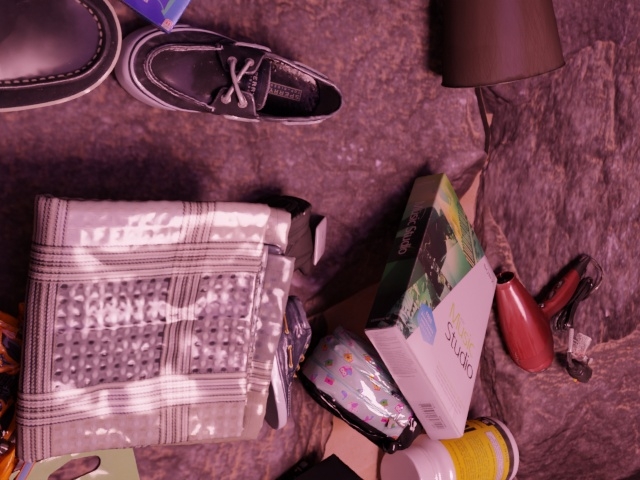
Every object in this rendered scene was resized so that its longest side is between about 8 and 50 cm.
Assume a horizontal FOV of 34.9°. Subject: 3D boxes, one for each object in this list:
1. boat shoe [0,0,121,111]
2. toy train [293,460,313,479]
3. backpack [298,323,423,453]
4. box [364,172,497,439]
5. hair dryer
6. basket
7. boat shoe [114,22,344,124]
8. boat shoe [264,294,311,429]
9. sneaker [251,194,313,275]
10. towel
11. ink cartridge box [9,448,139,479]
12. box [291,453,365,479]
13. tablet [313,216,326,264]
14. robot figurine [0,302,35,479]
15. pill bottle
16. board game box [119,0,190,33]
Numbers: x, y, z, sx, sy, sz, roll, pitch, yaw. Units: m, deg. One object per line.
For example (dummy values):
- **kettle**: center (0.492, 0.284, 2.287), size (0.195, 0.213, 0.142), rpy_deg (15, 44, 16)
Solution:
- **boat shoe**: center (-0.408, -0.230, 0.977), size (0.500, 0.156, 0.187), rpy_deg (10, 94, -40)
- **toy train**: center (-0.002, 0.396, 1.534), size (0.036, 0.027, 0.158), rpy_deg (-38, 122, -20)
- **backpack**: center (0.057, 0.209, 1.466), size (0.182, 0.152, 0.115), rpy_deg (39, 83, -22)
- **box**: center (0.170, 0.090, 1.476), size (0.232, 0.058, 0.322), rpy_deg (59, 34, -32)
- **hair dryer**: center (0.382, 0.118, 1.751), size (0.293, 0.080, 0.224), rpy_deg (21, 73, -45)
- **basket**: center (0.251, -0.351, 1.464), size (0.204, 0.154, 0.227), rpy_deg (-20, 110, -30)
- **boat shoe**: center (-0.102, -0.195, 1.254), size (0.301, 0.102, 0.108), rpy_deg (10, 95, -39)
- **boat shoe**: center (-0.049, 0.169, 1.414), size (0.083, 0.065, 0.184), rpy_deg (-20, 112, -31)
- **sneaker**: center (-0.114, 0.053, 1.314), size (0.286, 0.109, 0.130), rpy_deg (-29, 124, -27)
- **towel**: center (-0.180, 0.103, 1.173), size (0.324, 0.056, 0.312), rpy_deg (1, 103, -34)
- **ink cartridge box**: center (-0.286, 0.374, 1.293), size (0.171, 0.056, 0.235), rpy_deg (-20, 115, -32)
- **box**: center (-0.038, 0.459, 1.457), size (0.261, 0.103, 0.184), rpy_deg (-29, 120, -20)
- **tablet**: center (0.000, 0.000, 1.411), size (0.006, 0.083, 0.054), rpy_deg (5, 102, 7)
- **robot figurine**: center (-0.387, 0.200, 1.148), size (0.211, 0.085, 0.291), rpy_deg (34, 80, -39)
- **pill bottle**: center (0.206, 0.358, 1.627), size (0.208, 0.119, 0.119), rpy_deg (-7, 106, -37)
- **board game box**: center (-0.180, -0.365, 1.141), size (0.160, 0.047, 0.210), rpy_deg (33, 91, -24)
